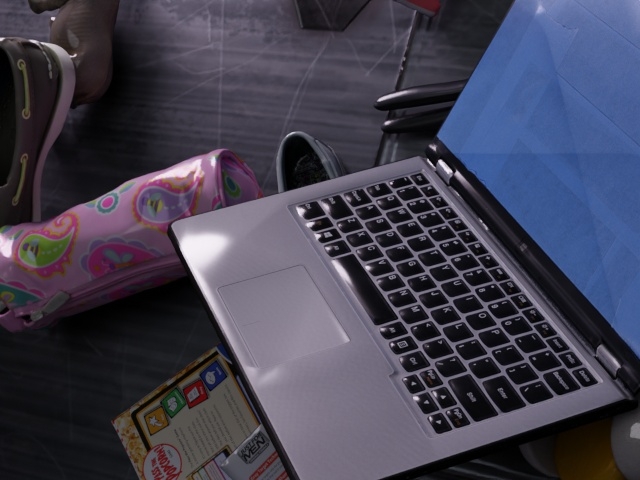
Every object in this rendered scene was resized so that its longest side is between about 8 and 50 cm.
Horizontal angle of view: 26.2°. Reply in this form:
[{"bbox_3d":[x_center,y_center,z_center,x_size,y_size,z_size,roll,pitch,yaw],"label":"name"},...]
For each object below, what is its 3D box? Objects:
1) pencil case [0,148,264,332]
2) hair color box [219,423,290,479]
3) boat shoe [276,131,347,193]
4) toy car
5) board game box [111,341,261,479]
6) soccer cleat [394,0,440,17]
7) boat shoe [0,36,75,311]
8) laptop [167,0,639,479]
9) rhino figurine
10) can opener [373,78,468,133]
[{"bbox_3d":[-0.191,0.005,1.362,0.284,0.124,0.124,-19,64,17],"label":"pencil case"},{"bbox_3d":[-0.013,0.221,1.209,0.141,0.043,0.072,45,97,4],"label":"hair color box"},{"bbox_3d":[0.001,-0.001,1.299,0.079,0.081,0.228,-23,62,16],"label":"boat shoe"},{"bbox_3d":[0.256,0.124,1.106,0.159,0.136,0.182,-6,68,58],"label":"toy car"},{"bbox_3d":[-0.086,0.178,1.292,0.193,0.045,0.147,-35,60,9],"label":"board game box"},{"bbox_3d":[0.140,-0.338,1.378,0.095,0.083,0.248,38,78,-6],"label":"soccer cleat"},{"bbox_3d":[-0.347,-0.066,1.447,0.109,0.091,0.305,20,97,29],"label":"boat shoe"},{"bbox_3d":[0.107,-0.052,1.077,0.407,0.236,0.382,-15,36,-14],"label":"laptop"},{"bbox_3d":[-0.267,-0.256,1.525,0.106,0.073,0.243,-4,72,30],"label":"rhino figurine"},{"bbox_3d":[0.140,-0.134,1.309,0.186,0.073,0.059,-16,104,22],"label":"can opener"}]
